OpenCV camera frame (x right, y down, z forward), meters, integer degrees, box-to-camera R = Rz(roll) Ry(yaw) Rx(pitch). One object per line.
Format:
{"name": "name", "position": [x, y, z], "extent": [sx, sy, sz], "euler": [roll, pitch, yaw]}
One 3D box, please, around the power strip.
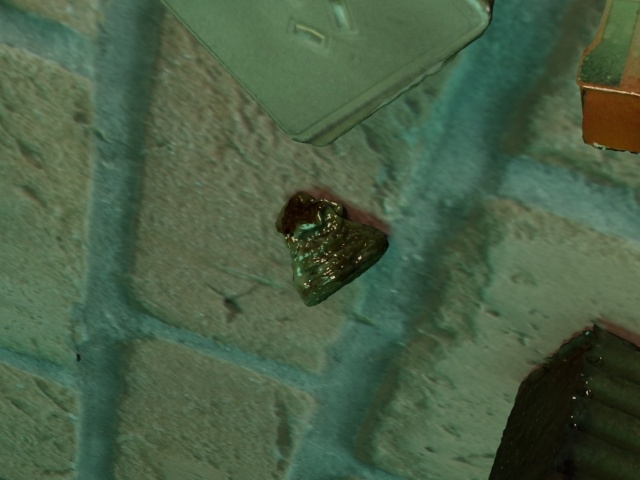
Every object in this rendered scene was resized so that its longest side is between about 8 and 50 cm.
{"name": "power strip", "position": [-0.011, -0.175, 0.987], "extent": [0.213, 0.064, 0.198], "euler": [45, 140, -14]}

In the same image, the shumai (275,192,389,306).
{"name": "shumai", "position": [0.000, 0.000, 1.324], "extent": [0.083, 0.082, 0.080], "euler": [-40, 82, 28]}

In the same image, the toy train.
{"name": "toy train", "position": [0.234, -0.099, 0.915], "extent": [0.176, 0.118, 0.074], "euler": [12, 155, 18]}

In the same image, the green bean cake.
{"name": "green bean cake", "position": [0.210, 0.179, 1.380], "extent": [0.094, 0.173, 0.181], "euler": [24, 150, -5]}
